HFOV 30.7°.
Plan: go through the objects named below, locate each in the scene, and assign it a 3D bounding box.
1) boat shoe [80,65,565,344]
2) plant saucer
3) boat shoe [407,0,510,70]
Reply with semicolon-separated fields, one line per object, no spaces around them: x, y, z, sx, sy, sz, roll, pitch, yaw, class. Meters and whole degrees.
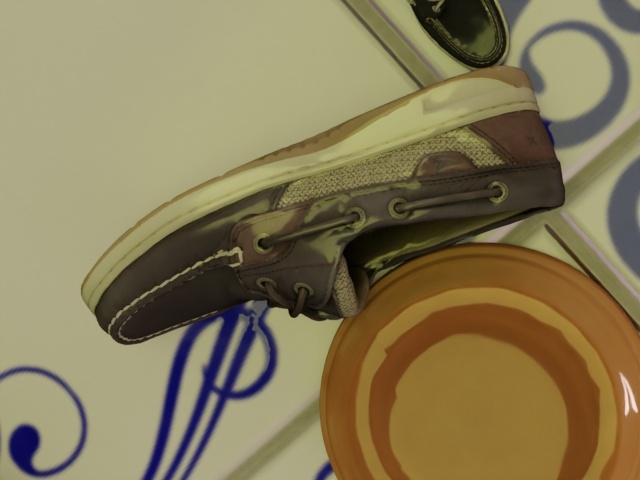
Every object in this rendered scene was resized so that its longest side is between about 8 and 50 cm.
0.000;0.000;0.655;0.285;0.103;0.092;-25;72;7;boat shoe
0.095;0.101;0.678;0.200;0.037;0.199;1;95;12;plant saucer
0.066;-0.152;0.666;0.046;0.038;0.125;-29;87;13;boat shoe
